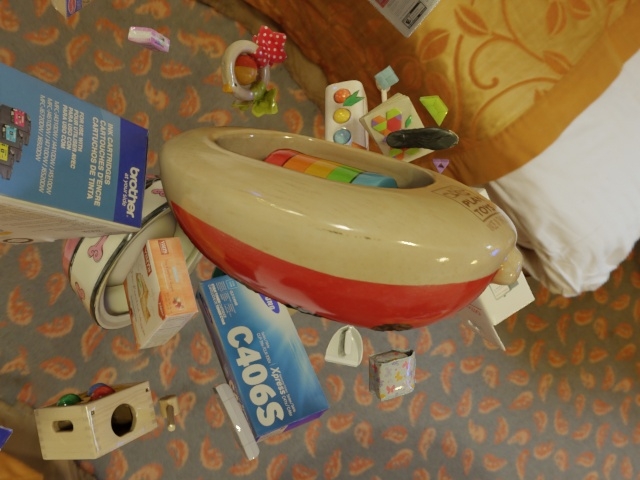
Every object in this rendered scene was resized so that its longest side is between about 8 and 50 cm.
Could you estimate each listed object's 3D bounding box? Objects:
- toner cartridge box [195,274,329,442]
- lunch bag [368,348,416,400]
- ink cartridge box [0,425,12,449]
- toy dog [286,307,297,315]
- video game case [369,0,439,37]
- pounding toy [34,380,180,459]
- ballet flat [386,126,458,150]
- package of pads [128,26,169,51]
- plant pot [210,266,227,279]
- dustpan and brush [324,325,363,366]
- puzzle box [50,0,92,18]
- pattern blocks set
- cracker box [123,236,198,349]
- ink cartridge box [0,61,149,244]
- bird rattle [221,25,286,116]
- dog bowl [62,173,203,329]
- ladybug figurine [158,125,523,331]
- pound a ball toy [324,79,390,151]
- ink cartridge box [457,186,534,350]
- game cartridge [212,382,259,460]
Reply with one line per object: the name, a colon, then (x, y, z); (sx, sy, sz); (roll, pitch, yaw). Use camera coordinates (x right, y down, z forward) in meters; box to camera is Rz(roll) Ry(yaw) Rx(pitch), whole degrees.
toner cartridge box: (-0.130, 0.231, 1.128); (0.165, 0.075, 0.347); (-13, 63, -29)
lunch bag: (0.126, 0.228, 0.910); (0.084, 0.053, 0.070); (-7, 102, -25)
ink cartridge box: (-0.354, 0.273, 0.308); (0.175, 0.069, 0.370); (51, 54, -46)
toy dog: (-0.076, 0.033, 1.330); (0.161, 0.220, 0.333); (21, 112, -17)
video game case: (0.173, -0.532, 1.019); (0.184, 0.023, 0.201); (36, 108, -23)
pounding toy: (-0.323, 0.278, 0.886); (0.181, 0.206, 0.094); (-13, 88, 28)
ballet flat: (0.245, -0.249, 1.278); (0.173, 0.049, 0.057); (4, 110, 18)
package of pads: (-0.349, -0.411, 1.082); (0.050, 0.083, 0.031); (11, 98, 8)
plant pot: (-0.183, 0.155, 1.754); (0.272, 0.255, 0.271); (-1, 86, 17)
dustpan and brush: (0.099, 0.342, 1.928); (0.148, 0.060, 0.211); (17, 66, -23)
puzzle box: (-0.451, -0.654, 1.103); (0.052, 0.409, 0.272); (47, 68, -11)
pattern blocks set: (0.206, -0.285, 1.416); (0.325, 0.285, 0.026); (43, 36, -14)
cracker box: (-0.328, 0.111, 1.061); (0.067, 0.232, 0.155); (-6, 68, -35)
ink cartridge box: (-0.400, -0.090, 0.628); (0.396, 0.270, 0.151); (23, 67, -59)
bird rattle: (-0.189, -0.485, 1.506); (0.207, 0.143, 0.253); (-3, 110, -52)
dog bowl: (-0.445, 0.014, 1.310); (0.150, 0.408, 0.407); (36, 80, 11)
ladybug figurine: (0.002, -0.019, 0.623); (0.305, 0.450, 0.161); (-18, 123, -53)
pound a ball toy: (0.118, -0.397, 1.690); (0.209, 0.135, 0.318); (-6, 65, 17)
ink cartridge box: (0.345, 0.054, 1.204); (0.119, 0.207, 0.353); (-31, 106, -7)
game cartridge: (-0.090, 0.190, 0.562); (0.017, 0.056, 0.083); (-25, 85, -18)
